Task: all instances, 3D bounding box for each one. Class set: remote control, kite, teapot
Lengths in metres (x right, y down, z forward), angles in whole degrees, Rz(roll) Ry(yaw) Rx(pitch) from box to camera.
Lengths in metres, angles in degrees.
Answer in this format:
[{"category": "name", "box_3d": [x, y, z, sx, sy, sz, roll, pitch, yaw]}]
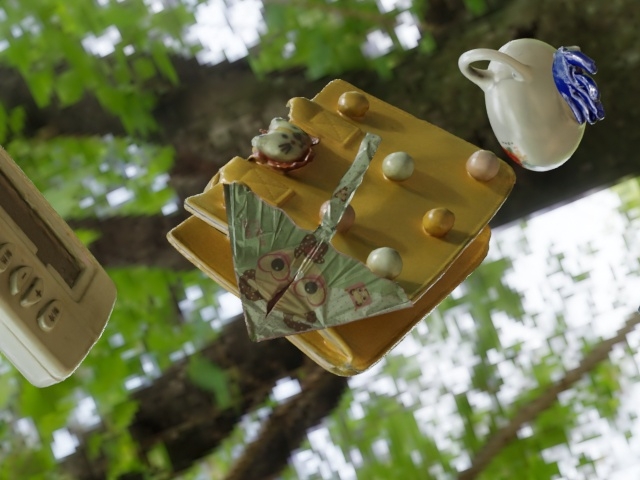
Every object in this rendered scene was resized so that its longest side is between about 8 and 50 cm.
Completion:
[{"category": "remote control", "box_3d": [-0.206, -0.022, 1.012, 0.230, 0.049, 0.090, 52, -149, -20]}, {"category": "kite", "box_3d": [0.000, 0.000, 1.832, 0.229, 0.250, 0.012, 31, 169, 4]}, {"category": "teapot", "box_3d": [0.230, -0.153, 1.971, 0.226, 0.092, 0.145, 36, -130, -44]}]

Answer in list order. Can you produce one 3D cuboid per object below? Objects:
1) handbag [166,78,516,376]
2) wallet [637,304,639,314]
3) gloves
[{"category": "handbag", "box_3d": [0.031, -0.036, 2.049, 0.283, 0.133, 0.401, 30, -145, 13]}, {"category": "wallet", "box_3d": [0.351, 0.026, 0.954, 0.251, 0.290, 0.054, 45, 171, 15]}, {"category": "gloves", "box_3d": [0.255, -0.154, 1.788, 0.064, 0.026, 0.086, 115, 139, -62]}]
